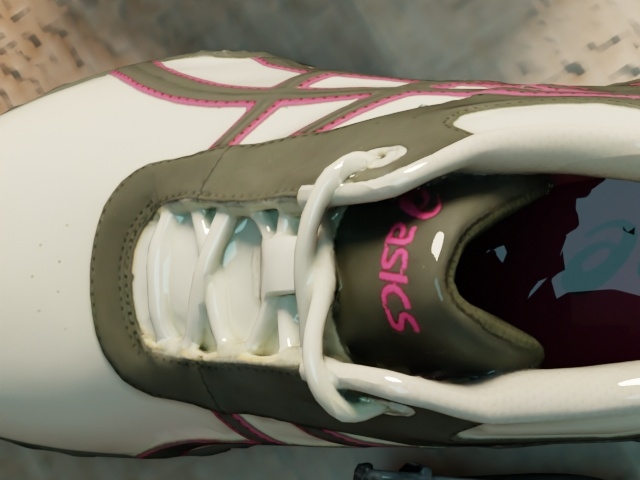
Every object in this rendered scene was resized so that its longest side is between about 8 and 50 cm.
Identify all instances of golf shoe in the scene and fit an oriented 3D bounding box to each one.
[{"bbox_3d":[0.000,0.000,0.365,0.273,0.120,0.105,-3,88,15],"label":"golf shoe"}]

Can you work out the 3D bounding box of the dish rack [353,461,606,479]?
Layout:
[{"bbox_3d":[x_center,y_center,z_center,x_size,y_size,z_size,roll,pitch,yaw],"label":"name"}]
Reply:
[{"bbox_3d":[0.066,0.142,0.273,0.074,0.271,0.208,-8,86,-7],"label":"dish rack"}]
